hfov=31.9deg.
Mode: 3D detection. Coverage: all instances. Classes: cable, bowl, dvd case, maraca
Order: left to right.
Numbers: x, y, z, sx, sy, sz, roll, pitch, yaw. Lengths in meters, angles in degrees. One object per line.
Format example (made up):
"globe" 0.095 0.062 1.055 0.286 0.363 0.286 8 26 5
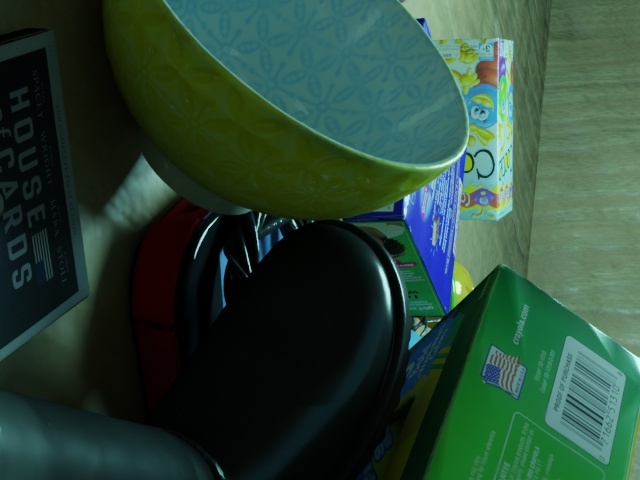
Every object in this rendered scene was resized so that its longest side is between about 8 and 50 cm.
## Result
"dvd case" -0.204 -0.010 0.615 0.239 0.029 0.179 -47 136 -64
"bowl" -0.049 -0.110 0.830 0.156 0.289 0.289 -48 -175 32
"cable" -0.034 0.022 0.943 0.184 0.047 0.150 25 70 -72
"maraca" 0.185 0.078 1.760 0.186 0.099 0.127 -123 -145 -75

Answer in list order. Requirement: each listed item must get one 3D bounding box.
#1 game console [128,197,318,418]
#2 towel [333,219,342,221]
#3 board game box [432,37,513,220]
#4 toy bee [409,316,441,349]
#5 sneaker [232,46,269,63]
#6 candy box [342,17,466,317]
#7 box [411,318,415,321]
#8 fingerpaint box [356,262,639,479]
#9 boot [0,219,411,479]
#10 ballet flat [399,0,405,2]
"game console" -0.058 0.085 1.040 0.386 0.060 0.342 -54 142 -60
"towel" 0.000 0.000 1.212 0.009 0.060 0.083 -44 131 -56
"board game box" 0.223 -0.176 1.762 0.142 0.144 0.275 -25 114 -70
"toy bee" 0.135 0.188 1.439 0.298 0.162 0.195 -32 163 -45
"sneaker" -0.041 -0.172 1.034 0.236 0.104 0.095 -19 153 -52
"candy box" 0.096 -0.078 1.409 0.317 0.122 0.268 56 38 -60
"box" 0.128 0.018 1.652 0.105 0.043 0.179 68 27 -53
"fingerpaint box" 0.040 0.289 0.844 0.371 0.163 0.445 -50 -172 45
"boot" -0.107 0.113 0.624 0.367 0.146 0.445 -65 157 -5
"ballet flat" 0.067 -0.403 1.384 0.079 0.077 0.221 -22 109 -51
